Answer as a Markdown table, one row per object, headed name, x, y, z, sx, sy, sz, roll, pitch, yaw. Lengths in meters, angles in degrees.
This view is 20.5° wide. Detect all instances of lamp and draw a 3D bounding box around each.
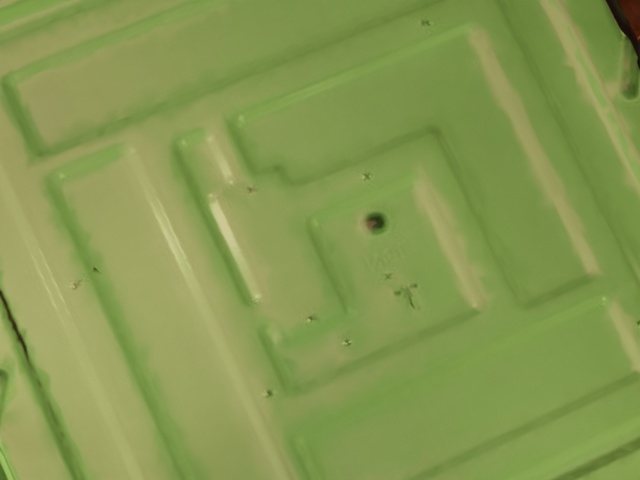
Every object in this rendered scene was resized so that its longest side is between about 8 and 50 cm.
| name | x | y | z | sx | sy | sz | roll | pitch | yaw |
| --- | --- | --- | --- | --- | --- | --- | --- | --- | --- |
| lamp | 0.000 | 0.000 | 0.600 | 0.269 | 0.047 | 0.266 | -24 | 82 | -15 |

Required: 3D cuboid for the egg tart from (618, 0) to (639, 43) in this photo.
| name | x | y | z | sx | sy | sz | roll | pitch | yaw |
| --- | --- | --- | --- | --- | --- | --- | --- | --- | --- |
| egg tart | 0.155 | 0.005 | 0.699 | 0.234 | 0.094 | 0.234 | 0 | 65 | 0 |
